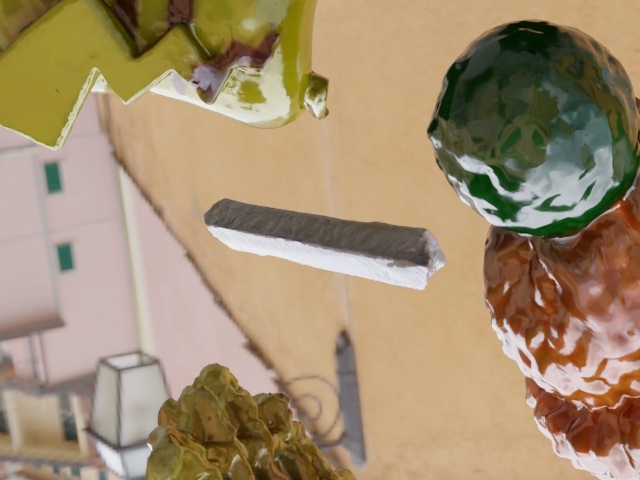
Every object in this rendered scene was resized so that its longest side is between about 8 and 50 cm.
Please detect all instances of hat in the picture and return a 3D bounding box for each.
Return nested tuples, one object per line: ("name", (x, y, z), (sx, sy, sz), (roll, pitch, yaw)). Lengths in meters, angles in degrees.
("hat", (0.216, 0.034, 0.776), (0.400, 0.285, 0.285), (25, 167, -40))

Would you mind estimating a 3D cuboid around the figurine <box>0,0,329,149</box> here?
("figurine", (-0.144, -0.165, 0.812), (0.326, 0.218, 0.169), (11, -168, 15))

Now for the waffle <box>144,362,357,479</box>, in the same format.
("waffle", (-0.011, 0.238, 0.732), (0.068, 0.325, 0.302), (-34, -148, 18))

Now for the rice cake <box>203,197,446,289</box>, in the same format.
("rice cake", (0.000, -0.001, 1.448), (0.399, 0.070, 0.064), (11, -120, 41))
